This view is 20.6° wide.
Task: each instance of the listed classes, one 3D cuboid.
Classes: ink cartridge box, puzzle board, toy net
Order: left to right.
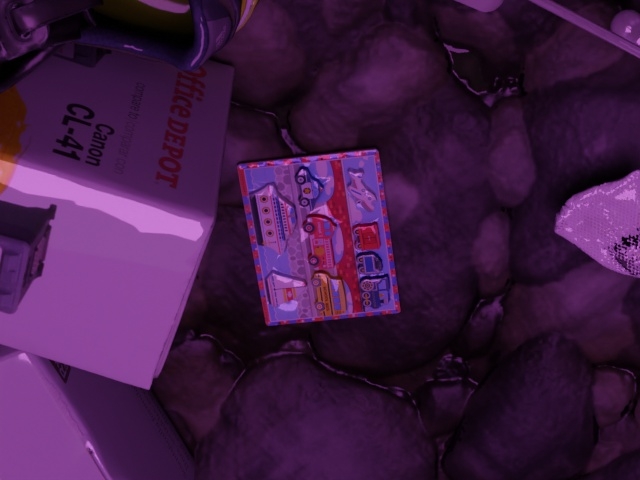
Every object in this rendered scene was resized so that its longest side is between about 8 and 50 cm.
[{"bbox_3d":[-0.217,-0.059,1.066,0.306,0.226,0.131,17,119,-9],"label":"ink cartridge box"},{"bbox_3d":[0.000,0.000,1.212,0.096,0.011,0.128,-7,117,5],"label":"puzzle board"},{"bbox_3d":[0.271,0.003,1.190,0.232,0.045,0.122,6,120,0],"label":"toy net"}]

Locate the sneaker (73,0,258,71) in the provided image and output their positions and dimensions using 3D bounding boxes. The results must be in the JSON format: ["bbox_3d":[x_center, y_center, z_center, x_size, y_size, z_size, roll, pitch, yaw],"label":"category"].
[{"bbox_3d":[-0.176,-0.188,1.054,0.300,0.121,0.111,19,116,-8],"label":"sneaker"}]

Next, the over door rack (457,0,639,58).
[{"bbox_3d":[0.231,-0.206,1.001,0.324,0.108,0.239,18,114,-38],"label":"over door rack"}]

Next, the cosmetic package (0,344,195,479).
[{"bbox_3d":[-0.305,0.182,1.237,0.385,0.156,0.217,-20,116,10],"label":"cosmetic package"}]

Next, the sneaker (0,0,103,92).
[{"bbox_3d":[-0.150,-0.190,0.917,0.147,0.104,0.296,48,127,8],"label":"sneaker"}]
